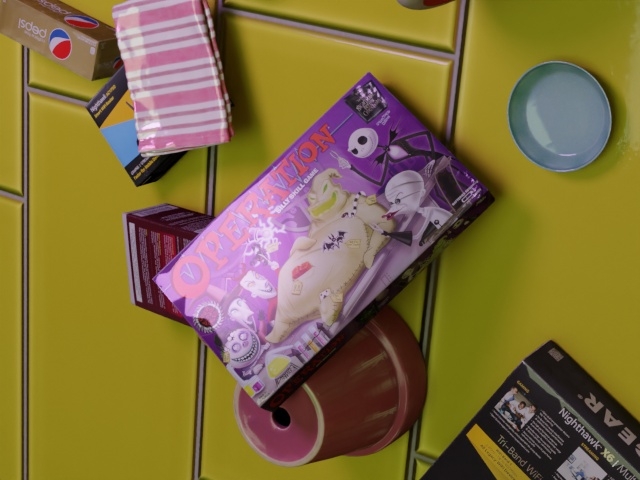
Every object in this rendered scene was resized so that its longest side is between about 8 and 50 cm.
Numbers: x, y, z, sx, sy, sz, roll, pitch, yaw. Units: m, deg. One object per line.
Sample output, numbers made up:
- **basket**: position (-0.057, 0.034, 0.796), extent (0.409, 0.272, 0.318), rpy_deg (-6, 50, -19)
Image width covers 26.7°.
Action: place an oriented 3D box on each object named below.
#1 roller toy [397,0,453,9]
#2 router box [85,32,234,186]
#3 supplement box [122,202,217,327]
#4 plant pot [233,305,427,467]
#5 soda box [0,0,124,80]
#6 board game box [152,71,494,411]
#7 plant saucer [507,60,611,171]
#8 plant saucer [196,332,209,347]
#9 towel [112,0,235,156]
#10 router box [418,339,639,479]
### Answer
- **roller toy**: position (0.141, -0.326, 1.348), extent (0.209, 0.191, 0.146), rpy_deg (-29, 85, 13)
- **router box**: position (-0.209, -0.172, 1.728), extent (0.179, 0.046, 0.133), rpy_deg (-40, 79, 35)
- **supplement box**: position (-0.156, 0.036, 1.699), extent (0.239, 0.073, 0.130), rpy_deg (16, 114, 50)
- **plant pot**: position (0.000, 0.179, 1.608), extent (0.201, 0.180, 0.201), rpy_deg (10, 109, 32)
- **soda box**: position (-0.343, -0.274, 1.780), extent (0.181, 0.061, 0.058), rpy_deg (28, 119, 25)
- **board game box**: position (0.000, 0.000, 1.513), extent (0.347, 0.056, 0.208), rpy_deg (-44, 63, 3)
- **plant saucer**: position (0.257, -0.133, 1.432), extent (0.119, 0.021, 0.119), rpy_deg (10, 109, 32)
- **plant saucer**: position (-0.134, 0.106, 1.783), extent (0.083, 0.013, 0.083), rpy_deg (12, 111, 31)
- **towel**: position (-0.184, -0.207, 1.654), extent (0.144, 0.029, 0.197), rpy_deg (-7, 98, 34)
- **router box**: position (0.285, 0.304, 1.509), extent (0.309, 0.081, 0.243), rpy_deg (45, 125, 15)
